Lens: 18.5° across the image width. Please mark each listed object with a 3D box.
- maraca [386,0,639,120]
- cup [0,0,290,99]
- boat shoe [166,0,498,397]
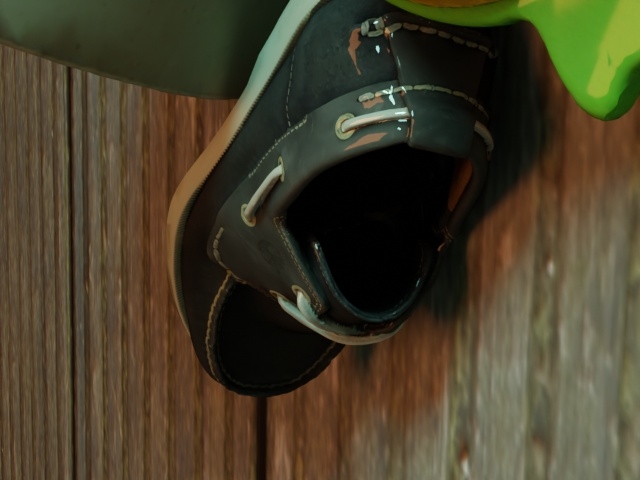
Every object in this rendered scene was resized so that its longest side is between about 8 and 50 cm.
[{"bbox_3d":[0.045,-0.109,0.480,0.186,0.099,0.127,44,127,36],"label":"maraca"},{"bbox_3d":[-0.108,-0.231,0.668,0.237,0.331,0.331,-60,28,15],"label":"cup"},{"bbox_3d":[0.000,0.000,0.663,0.233,0.084,0.079,118,145,-54],"label":"boat shoe"}]
